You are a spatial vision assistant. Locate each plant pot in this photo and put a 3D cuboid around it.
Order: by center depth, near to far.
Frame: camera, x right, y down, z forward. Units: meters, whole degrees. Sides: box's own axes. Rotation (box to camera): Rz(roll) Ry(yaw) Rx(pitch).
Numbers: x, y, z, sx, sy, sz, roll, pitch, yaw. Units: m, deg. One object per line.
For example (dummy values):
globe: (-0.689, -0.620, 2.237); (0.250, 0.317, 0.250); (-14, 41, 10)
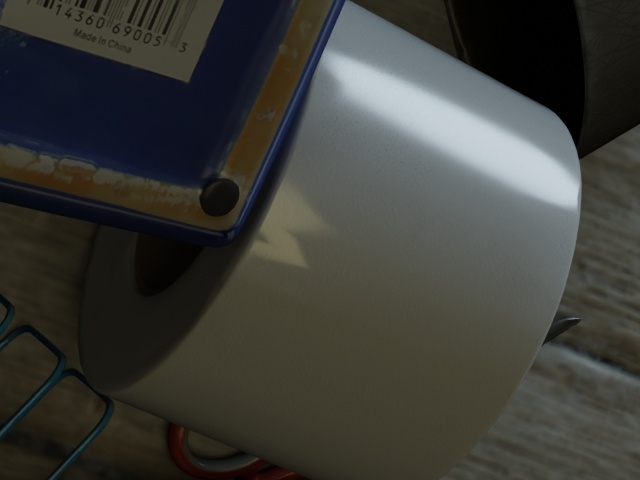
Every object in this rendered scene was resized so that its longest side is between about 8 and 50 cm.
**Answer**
plant pot: (-0.117, -0.136, 0.774); (0.236, 0.212, 0.236); (14, 110, -34)

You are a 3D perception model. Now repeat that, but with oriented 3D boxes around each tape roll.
tape roll: (0.000, 0.000, 0.927); (0.169, 0.246, 0.246); (26, 92, -23)

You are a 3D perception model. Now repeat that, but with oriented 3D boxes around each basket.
basket: (0.206, -0.172, 1.023); (0.227, 0.154, 0.204); (-22, 110, -19)

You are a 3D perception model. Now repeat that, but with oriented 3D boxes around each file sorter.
file sorter: (-0.211, 0.065, 0.931); (0.104, 0.118, 0.170); (-46, 113, -9)

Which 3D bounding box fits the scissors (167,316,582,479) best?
scissors: (0.037, 0.123, 1.092); (0.297, 0.021, 0.109); (-12, 104, -20)
